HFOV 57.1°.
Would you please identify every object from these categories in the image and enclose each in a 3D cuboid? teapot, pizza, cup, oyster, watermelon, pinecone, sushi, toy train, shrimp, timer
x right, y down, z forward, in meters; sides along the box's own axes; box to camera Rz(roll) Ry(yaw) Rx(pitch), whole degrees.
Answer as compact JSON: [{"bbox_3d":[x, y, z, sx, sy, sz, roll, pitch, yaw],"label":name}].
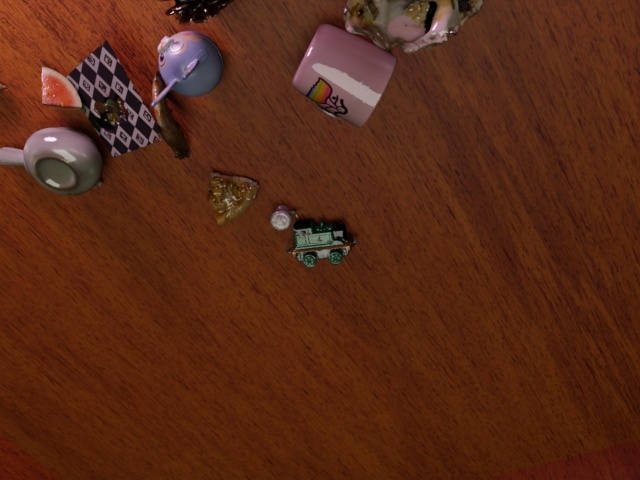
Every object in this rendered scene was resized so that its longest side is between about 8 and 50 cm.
[{"bbox_3d":[-0.765,-0.239,1.644,0.318,0.149,0.220,15,133,-7],"label":"teapot"},{"bbox_3d":[-0.272,-0.137,1.723,0.182,0.062,0.161,-26,117,24],"label":"pizza"},{"bbox_3d":[0.042,-0.394,1.452,0.200,0.191,0.253,26,156,-8],"label":"cup"},{"bbox_3d":[0.208,-0.527,1.337,0.355,0.107,0.201,-2,98,-16],"label":"oyster"},{"bbox_3d":[-0.106,-0.072,1.750,0.083,0.064,0.064,-13,117,9],"label":"teapot"},{"bbox_3d":[-0.695,-0.381,1.562,0.135,0.094,0.125,26,129,10],"label":"watermelon"},{"bbox_3d":[-0.287,-0.591,1.318,0.208,0.207,0.207,3,125,4],"label":"pinecone"},{"bbox_3d":[-0.529,-0.361,1.541,0.290,0.050,0.264,-8,118,46],"label":"sushi"},{"bbox_3d":[0.000,0.000,1.777,0.228,0.091,0.136,-8,114,11],"label":"toy train"},{"bbox_3d":[-0.402,-0.329,1.573,0.058,0.169,0.296,-7,160,-2],"label":"shrimp"},{"bbox_3d":[-0.338,-0.424,1.421,0.175,0.255,0.175,6,108,19],"label":"timer"}]

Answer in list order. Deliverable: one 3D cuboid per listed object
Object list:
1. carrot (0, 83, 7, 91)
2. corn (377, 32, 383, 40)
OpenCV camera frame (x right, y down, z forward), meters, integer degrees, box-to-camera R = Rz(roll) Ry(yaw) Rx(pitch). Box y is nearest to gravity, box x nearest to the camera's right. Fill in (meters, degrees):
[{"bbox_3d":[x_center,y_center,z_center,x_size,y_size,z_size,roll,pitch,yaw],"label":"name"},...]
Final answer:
[{"bbox_3d":[-1.023,-0.436,1.585,0.342,0.070,0.070,8,126,-1],"label":"carrot"},{"bbox_3d":[0.145,-0.562,1.375,0.067,0.067,0.206,-2,125,7],"label":"corn"}]
